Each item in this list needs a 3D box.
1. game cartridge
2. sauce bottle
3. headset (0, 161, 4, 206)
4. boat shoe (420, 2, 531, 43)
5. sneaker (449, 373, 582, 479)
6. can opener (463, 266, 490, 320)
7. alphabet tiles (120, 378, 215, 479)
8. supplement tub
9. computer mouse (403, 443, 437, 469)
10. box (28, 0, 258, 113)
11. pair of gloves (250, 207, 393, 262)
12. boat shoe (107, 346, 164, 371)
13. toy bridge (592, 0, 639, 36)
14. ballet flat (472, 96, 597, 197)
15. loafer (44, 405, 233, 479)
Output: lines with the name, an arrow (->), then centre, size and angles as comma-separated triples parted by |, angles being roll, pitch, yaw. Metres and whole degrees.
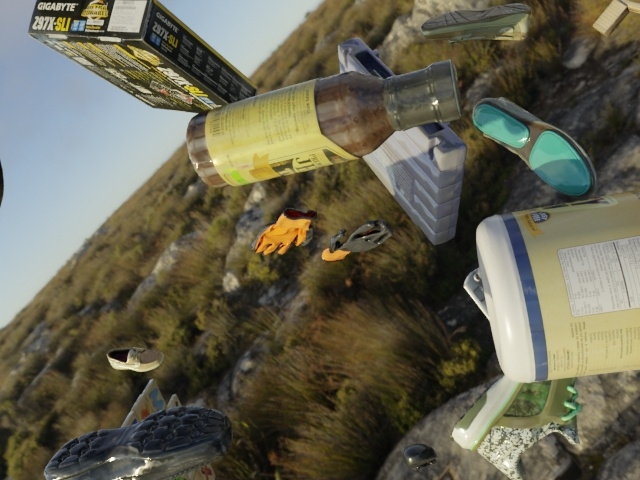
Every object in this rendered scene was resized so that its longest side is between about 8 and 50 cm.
game cartridge -> 0.139, -0.182, 0.980 | 0.068, 0.230, 0.355 | -26, 53, -7
sauce bottle -> 0.000, -0.148, 0.684 | 0.344, 0.111, 0.111 | -10, 32, 21
headset -> -0.410, -0.036, 0.394 | 0.394, 0.243, 0.185 | -24, 31, 35
boat shoe -> 0.221, -0.301, 0.775 | 0.153, 0.048, 0.056 | -9, 41, 2
sneaker -> 0.448, 0.299, 1.053 | 0.410, 0.182, 0.158 | -53, -25, 14
can opener -> 0.426, 0.176, 1.185 | 0.076, 0.283, 0.095 | -37, -3, -19
alphabet tiles -> -0.210, 0.367, 0.780 | 0.011, 0.285, 0.342 | -22, 9, 0
supplement tub -> 0.379, 0.054, 0.700 | 0.316, 0.228, 0.228 | -10, 27, 13
computer mouse -> 0.230, 0.491, 1.236 | 0.071, 0.242, 0.041 | -23, 61, 4
box -> -0.303, -0.322, 0.981 | 0.257, 0.322, 0.079 | 10, 85, 25
pair of gloves -> 0.000, 0.000, 0.345 | 0.074, 0.083, 0.010 | 141, 128, -58
boat shoe -> -0.425, 0.268, 1.235 | 0.135, 0.045, 0.050 | -7, 46, 12
toy bridge -> 0.348, -0.172, 0.494 | 0.026, 0.188, 0.063 | -7, -41, -51
ballet flat -> 0.310, -0.141, 0.764 | 0.068, 0.213, 0.072 | -18, -39, -35
loafer -> -0.186, 0.235, 0.575 | 0.223, 0.078, 0.076 | -19, 19, 16
